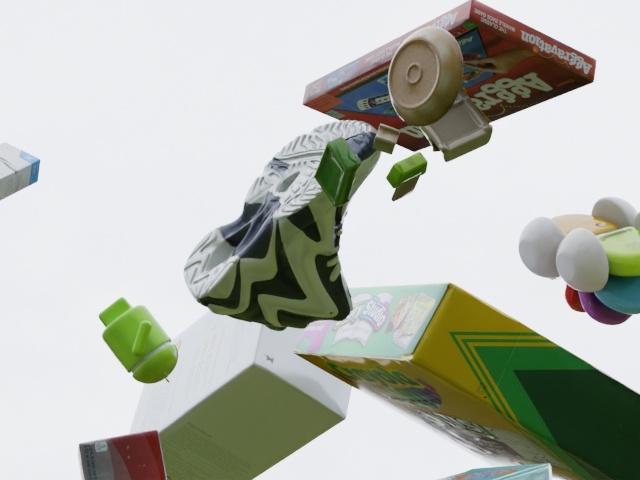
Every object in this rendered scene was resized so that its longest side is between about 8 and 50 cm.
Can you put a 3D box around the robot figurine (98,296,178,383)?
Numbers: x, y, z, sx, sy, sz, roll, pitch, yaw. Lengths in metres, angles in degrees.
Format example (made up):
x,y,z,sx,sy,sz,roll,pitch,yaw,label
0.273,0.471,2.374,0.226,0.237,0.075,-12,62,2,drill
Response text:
x,y,z,sx,sy,sz,roll,pitch,yaw,label
-0.220,0.125,1.785,0.067,0.115,0.101,-38,-8,-8,robot figurine

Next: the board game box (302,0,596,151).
x,y,z,sx,sy,sz,roll,pitch,yaw,label
0.115,-0.150,1.404,0.145,0.027,0.281,19,-20,-27,board game box

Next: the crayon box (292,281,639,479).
x,y,z,sx,sy,sz,roll,pitch,yaw,label
0.174,0.166,1.691,0.313,0.106,0.363,30,-13,-16,crayon box

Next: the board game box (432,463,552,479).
x,y,z,sx,sy,sz,roll,pitch,yaw,label
0.084,0.213,0.681,0.047,0.210,0.160,-8,-7,18,board game box

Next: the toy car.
x,y,z,sx,sy,sz,roll,pitch,yaw,label
0.333,0.032,1.735,0.159,0.136,0.182,-15,18,-24,toy car

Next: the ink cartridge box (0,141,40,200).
x,y,z,sx,sy,sz,roll,pitch,yaw,label
-0.325,-0.066,1.468,0.048,0.083,0.028,25,-59,18,ink cartridge box

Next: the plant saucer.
x,y,z,sx,sy,sz,roll,pitch,yaw,label
0.081,-0.135,1.204,0.015,0.083,0.083,7,-30,-42,plant saucer

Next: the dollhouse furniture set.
x,y,z,sx,sy,sz,roll,pitch,yaw,label
0.073,-0.082,1.294,0.152,0.076,0.058,-26,-22,-24,dollhouse furniture set

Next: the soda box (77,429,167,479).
x,y,z,sx,sy,sz,roll,pitch,yaw,label
-0.200,0.345,1.592,0.092,0.263,0.083,-8,-15,-13,soda box

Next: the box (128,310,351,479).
x,y,z,sx,sy,sz,roll,pitch,yaw,label
-0.115,0.214,2.186,0.168,0.215,0.345,34,-47,-21,box

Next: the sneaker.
x,y,z,sx,sy,sz,roll,pitch,yaw,label
0.000,0.000,1.398,0.235,0.094,0.153,-48,-50,9,sneaker
